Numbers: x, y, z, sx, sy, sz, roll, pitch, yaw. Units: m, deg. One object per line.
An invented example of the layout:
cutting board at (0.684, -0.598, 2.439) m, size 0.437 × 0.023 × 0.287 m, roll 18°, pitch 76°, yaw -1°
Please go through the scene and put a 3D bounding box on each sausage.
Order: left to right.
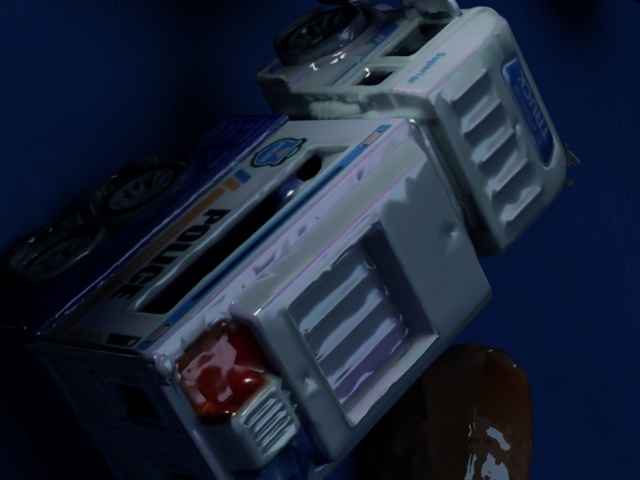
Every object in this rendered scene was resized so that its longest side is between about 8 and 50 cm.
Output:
sausage at (0.053, 0.244, 0.789) m, size 0.094 × 0.094 × 0.419 m, roll 59°, pitch 34°, yaw -52°

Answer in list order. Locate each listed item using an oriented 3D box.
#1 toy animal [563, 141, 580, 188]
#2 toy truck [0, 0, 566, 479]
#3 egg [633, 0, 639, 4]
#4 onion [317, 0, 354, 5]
toy animal at (0.165, -0.059, 1.117) m, size 0.084 × 0.028 × 0.050 m, roll -39°, pitch 121°, yaw -55°
toy truck at (0.000, 0.000, 0.672) m, size 0.268 × 0.155 × 0.124 m, roll -44°, pitch 118°, yaw -30°
egg at (0.267, -0.351, 1.192) m, size 0.230 × 0.230 × 0.371 m, roll 5°, pitch 70°, yaw -56°
onion at (0.004, -0.269, 0.754) m, size 0.314 × 0.232 × 0.314 m, roll 25°, pitch 60°, yaw -53°
